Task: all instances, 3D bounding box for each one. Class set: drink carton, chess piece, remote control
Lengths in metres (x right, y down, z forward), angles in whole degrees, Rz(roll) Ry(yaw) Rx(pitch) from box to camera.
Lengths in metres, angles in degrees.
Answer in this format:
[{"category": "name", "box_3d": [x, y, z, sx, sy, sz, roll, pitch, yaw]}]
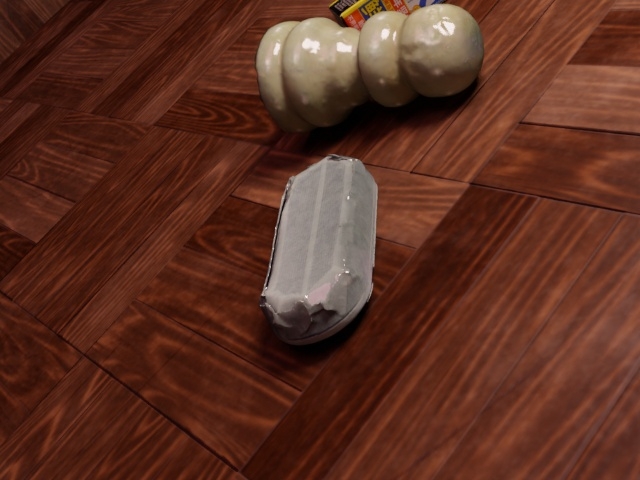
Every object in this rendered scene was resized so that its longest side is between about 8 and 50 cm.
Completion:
[{"category": "drink carton", "box_3d": [0.099, -0.310, 1.100, 0.165, 0.071, 0.056, -35, 36, 1]}, {"category": "chess piece", "box_3d": [0.060, -0.197, 0.959, 0.243, 0.133, 0.133, -4, 46, 35]}, {"category": "remote control", "box_3d": [0.000, 0.000, 0.838, 0.104, 0.052, 0.247, -22, 34, 20]}]
